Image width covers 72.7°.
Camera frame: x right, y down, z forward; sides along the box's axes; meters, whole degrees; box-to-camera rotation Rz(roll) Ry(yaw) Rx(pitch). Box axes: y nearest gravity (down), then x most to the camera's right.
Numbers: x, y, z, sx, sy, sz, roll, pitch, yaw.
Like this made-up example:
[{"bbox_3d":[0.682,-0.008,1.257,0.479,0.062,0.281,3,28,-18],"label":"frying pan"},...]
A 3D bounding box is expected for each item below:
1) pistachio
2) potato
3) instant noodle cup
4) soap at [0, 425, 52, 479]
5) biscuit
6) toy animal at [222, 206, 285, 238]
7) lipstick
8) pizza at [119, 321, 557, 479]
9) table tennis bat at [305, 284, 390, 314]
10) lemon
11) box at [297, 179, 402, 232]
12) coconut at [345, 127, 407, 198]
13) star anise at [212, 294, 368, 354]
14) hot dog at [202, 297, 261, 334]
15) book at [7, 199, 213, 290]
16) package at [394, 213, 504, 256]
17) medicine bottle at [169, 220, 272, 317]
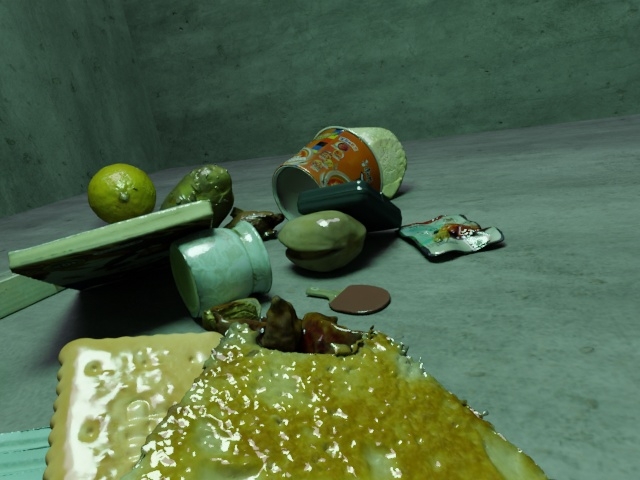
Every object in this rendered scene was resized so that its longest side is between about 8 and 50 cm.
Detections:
[{"bbox_3d":[0.000,0.000,0.855,0.185,0.124,0.124,2,22,33],"label":"pistachio"},{"bbox_3d":[-0.315,-0.077,1.107,0.191,0.141,0.296,-31,-14,-46],"label":"potato"},{"bbox_3d":[0.008,-0.145,1.131,0.250,0.250,0.192,8,36,43],"label":"instant noodle cup"},{"bbox_3d":[-0.228,0.224,0.398,0.198,0.063,0.114,-9,18,3],"label":"soap"},{"bbox_3d":[-0.130,0.172,0.348,0.160,0.030,0.250,4,35,-26],"label":"biscuit"},{"bbox_3d":[-0.165,-0.033,1.116,0.188,0.089,0.179,-17,24,-19],"label":"toy animal"},{"bbox_3d":[-0.709,0.128,0.926,0.076,0.080,0.371,2,21,31],"label":"lipstick"},{"bbox_3d":[0.006,0.160,0.332,0.323,0.089,0.223,6,27,-17],"label":"pizza"},{"bbox_3d":[0.041,0.095,0.727,0.156,0.013,0.087,5,25,34],"label":"table tennis bat"},{"bbox_3d":[-0.717,-0.164,1.576,0.236,0.236,0.263,-20,42,-28],"label":"lemon"},{"bbox_3d":[0.068,-0.063,0.934,0.160,0.050,0.230,-8,-16,28],"label":"box"},{"bbox_3d":[0.120,-0.236,1.349,0.239,0.239,0.244,-22,23,-31],"label":"coconut"},{"bbox_3d":[-0.031,0.125,0.518,0.196,0.111,0.212,0,-22,-35],"label":"star anise"},{"bbox_3d":[-0.124,0.120,0.644,0.078,0.061,0.169,-14,-5,2],"label":"hot dog"},{"bbox_3d":[-0.367,0.024,0.852,0.300,0.039,0.428,-19,-4,-18],"label":"book"},{"bbox_3d":[0.260,-0.019,0.909,0.166,0.040,0.232,-12,17,-3],"label":"package"},{"bbox_3d":[-0.175,0.048,0.766,0.143,0.147,0.147,-18,19,-31],"label":"medicine bottle"}]
